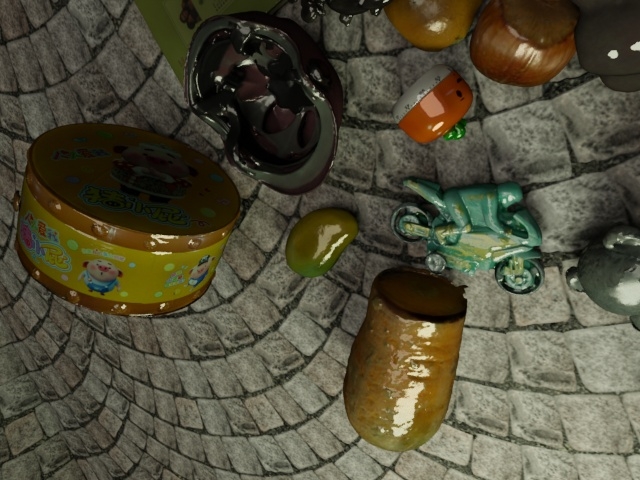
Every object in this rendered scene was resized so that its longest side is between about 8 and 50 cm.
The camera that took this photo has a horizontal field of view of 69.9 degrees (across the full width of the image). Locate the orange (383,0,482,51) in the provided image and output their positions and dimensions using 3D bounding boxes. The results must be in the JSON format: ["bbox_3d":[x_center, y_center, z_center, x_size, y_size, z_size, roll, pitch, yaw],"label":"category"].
[{"bbox_3d":[0.171,-0.386,0.732,0.170,0.112,0.159,7,115,37],"label":"orange"}]

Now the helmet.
[{"bbox_3d":[-0.077,-0.265,0.852,0.338,0.197,0.271,44,132,-4],"label":"helmet"}]

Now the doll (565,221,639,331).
[{"bbox_3d":[0.570,0.069,0.715,0.341,0.158,0.245,16,150,5],"label":"doll"}]

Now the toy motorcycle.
[{"bbox_3d":[0.274,-0.024,0.828,0.297,0.109,0.198,22,117,16],"label":"toy motorcycle"}]

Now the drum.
[{"bbox_3d":[-0.397,-0.057,0.971,0.431,0.431,0.214,35,119,10],"label":"drum"}]

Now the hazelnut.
[{"bbox_3d":[0.301,-0.296,0.685,0.151,0.150,0.150,10,115,23],"label":"hazelnut"}]

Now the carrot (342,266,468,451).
[{"bbox_3d":[0.167,0.246,0.926,0.225,0.224,0.340,19,115,19],"label":"carrot"}]

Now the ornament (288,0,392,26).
[{"bbox_3d":[0.047,-0.449,0.707,0.251,0.106,0.260,44,123,21],"label":"ornament"}]

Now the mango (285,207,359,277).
[{"bbox_3d":[-0.003,-0.001,0.997,0.122,0.086,0.191,45,114,16],"label":"mango"}]

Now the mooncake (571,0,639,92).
[{"bbox_3d":[0.409,-0.313,0.565,0.134,0.245,0.244,2,113,50],"label":"mooncake"}]

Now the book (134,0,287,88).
[{"bbox_3d":[-0.224,-0.505,0.923,0.352,0.035,0.239,-26,96,33],"label":"book"}]

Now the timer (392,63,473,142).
[{"bbox_3d":[0.200,-0.221,0.786,0.136,0.099,0.136,20,125,31],"label":"timer"}]
